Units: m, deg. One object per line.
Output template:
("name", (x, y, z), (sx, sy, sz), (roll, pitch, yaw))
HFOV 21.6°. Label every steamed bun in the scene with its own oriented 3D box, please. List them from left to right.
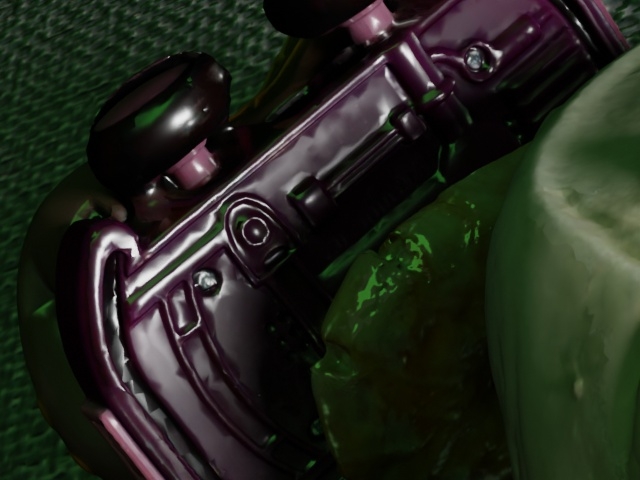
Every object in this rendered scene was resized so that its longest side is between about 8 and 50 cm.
("steamed bun", (0.189, 0.040, 0.630), (0.236, 0.247, 0.383), (4, 31, 30))

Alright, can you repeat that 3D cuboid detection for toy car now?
("toy car", (0.000, 0.000, 0.883), (0.341, 0.271, 0.240), (-39, 15, -16))

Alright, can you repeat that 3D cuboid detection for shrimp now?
("shrimp", (0.119, 0.017, 0.776), (0.294, 0.154, 0.062), (-36, 27, -17))
